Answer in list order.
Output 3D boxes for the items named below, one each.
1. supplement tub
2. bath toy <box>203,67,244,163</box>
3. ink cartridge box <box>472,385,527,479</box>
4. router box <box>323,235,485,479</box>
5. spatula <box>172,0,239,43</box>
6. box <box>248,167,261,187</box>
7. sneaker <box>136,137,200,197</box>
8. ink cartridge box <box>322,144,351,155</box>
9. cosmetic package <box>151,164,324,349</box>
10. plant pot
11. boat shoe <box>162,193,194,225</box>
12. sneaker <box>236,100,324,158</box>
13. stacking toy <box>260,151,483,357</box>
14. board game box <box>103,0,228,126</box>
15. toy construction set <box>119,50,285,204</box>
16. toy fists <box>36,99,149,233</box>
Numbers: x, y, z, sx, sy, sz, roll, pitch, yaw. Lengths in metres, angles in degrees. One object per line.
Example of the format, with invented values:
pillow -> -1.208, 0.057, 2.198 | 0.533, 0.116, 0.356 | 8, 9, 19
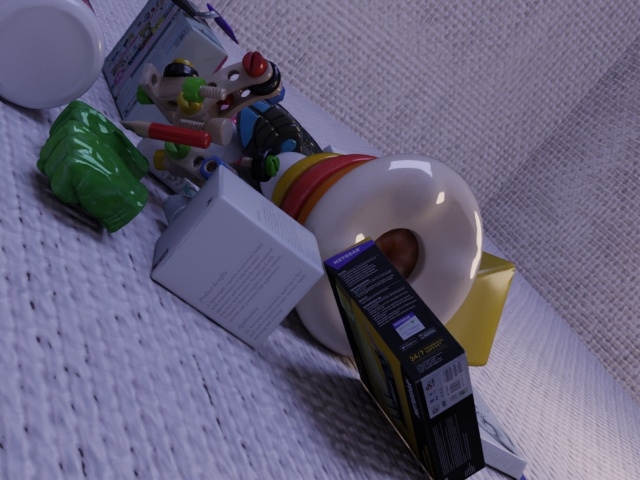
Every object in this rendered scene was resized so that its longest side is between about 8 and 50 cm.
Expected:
supplement tub -> -0.450, -0.341, 1.509 | 0.191, 0.191, 0.272 | 32, 16, -36
bath toy -> -0.219, -0.259, 1.997 | 0.129, 0.151, 0.348 | 23, 22, -26
ink cartridge box -> 0.279, 0.323, 1.726 | 0.224, 0.045, 0.223 | 33, 14, -32
router box -> 0.121, 0.179, 1.359 | 0.243, 0.081, 0.309 | 52, -13, 41
spatula -> -0.224, -0.428, 1.808 | 0.084, 0.030, 0.296 | 47, 13, 14
box -> -0.084, -0.161, 2.173 | 0.216, 0.060, 0.270 | 57, 17, 11
sneaker -> -0.221, -0.096, 1.634 | 0.212, 0.080, 0.094 | 36, 24, -24
ink cartridge box -> 0.153, -0.039, 2.259 | 0.385, 0.091, 0.308 | 14, 45, -54
cosmetic package -> -0.116, 0.021, 1.352 | 0.183, 0.151, 0.151 | 38, 13, -17
plant pot -> 0.203, 0.113, 1.803 | 0.212, 0.212, 0.187 | 24, 18, 36
boat shoe -> -0.156, -0.018, 1.529 | 0.227, 0.079, 0.081 | 27, 17, -46
sneaker -> -0.083, -0.193, 1.950 | 0.341, 0.125, 0.140 | 49, 11, -53
stacking toy -> 0.025, -0.037, 1.702 | 0.350, 0.351, 0.480 | 32, 3, -34
board game box -> -0.309, -0.351, 1.878 | 0.097, 0.224, 0.303 | 30, 17, -35
toy construction set -> -0.214, -0.182, 1.502 | 0.237, 0.258, 0.309 | 12, 6, 18
toy fists -> -0.319, -0.110, 1.338 | 0.142, 0.096, 0.279 | 50, 8, -22
